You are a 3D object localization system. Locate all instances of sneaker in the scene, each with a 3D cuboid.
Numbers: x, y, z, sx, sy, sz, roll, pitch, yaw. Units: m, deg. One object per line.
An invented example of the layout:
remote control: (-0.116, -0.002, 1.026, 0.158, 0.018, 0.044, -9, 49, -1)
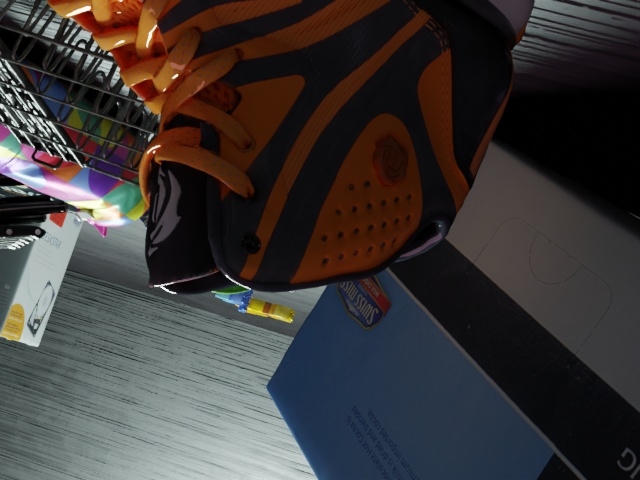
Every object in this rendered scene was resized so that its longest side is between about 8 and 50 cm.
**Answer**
sneaker: (-0.059, -0.078, 0.351, 0.321, 0.180, 0.124, 22, 168, -25)

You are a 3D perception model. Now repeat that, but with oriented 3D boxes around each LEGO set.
LEGO set: (-0.086, 0.080, 1.490, 0.093, 0.087, 0.227, 14, 170, 19)

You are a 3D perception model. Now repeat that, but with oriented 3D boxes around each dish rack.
dish rack: (-0.122, -0.092, 0.624, 0.271, 0.074, 0.208, 19, 158, 14)

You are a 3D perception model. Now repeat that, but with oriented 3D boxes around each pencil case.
pencil case: (-0.231, -0.084, 0.820, 0.104, 0.104, 0.236, 11, 165, 30)

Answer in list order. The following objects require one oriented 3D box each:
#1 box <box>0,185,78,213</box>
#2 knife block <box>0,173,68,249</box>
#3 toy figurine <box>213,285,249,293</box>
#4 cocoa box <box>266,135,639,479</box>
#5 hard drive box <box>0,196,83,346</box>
box: (-0.401, -0.094, 1.195, 0.220, 0.051, 0.175, 13, 169, 21)
knife block: (-0.403, -0.075, 0.972, 0.276, 0.242, 0.088, 42, 147, -23)
toy figurine: (-0.090, -0.031, 0.942, 0.173, 0.130, 0.159, -4, -166, -24)
cocoa box: (0.161, 0.116, 0.534, 0.231, 0.228, 0.347, 24, -166, -30)
hard drive box: (-0.463, 0.035, 1.467, 0.089, 0.232, 0.181, 16, 170, 5)
